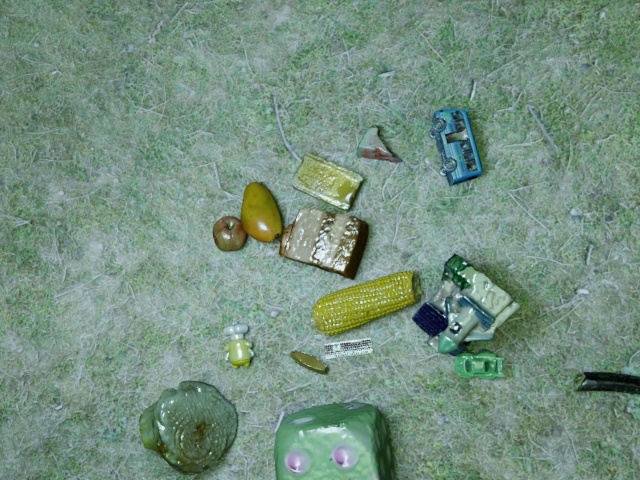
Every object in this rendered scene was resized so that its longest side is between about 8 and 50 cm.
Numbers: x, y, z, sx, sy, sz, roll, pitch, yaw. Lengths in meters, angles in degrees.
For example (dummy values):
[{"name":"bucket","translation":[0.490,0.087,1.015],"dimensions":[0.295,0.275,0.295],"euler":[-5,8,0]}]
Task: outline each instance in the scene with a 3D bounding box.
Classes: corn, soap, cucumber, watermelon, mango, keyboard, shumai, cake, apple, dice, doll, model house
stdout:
[{"name":"corn","translation":[0.146,0.208,1.794],"dimensions":[0.388,0.144,0.143],"euler":[-21,81,10]},{"name":"soap","translation":[0.022,-0.203,1.888],"dimensions":[0.233,0.076,0.135],"euler":[26,88,13]},{"name":"cucumber","translation":[0.921,0.443,1.673],"dimensions":[0.245,0.067,0.067],"euler":[0,85,8]},{"name":"watermelon","translation":[0.188,-0.310,1.860],"dimensions":[0.121,0.098,0.158],"euler":[-35,84,6]},{"name":"mango","translation":[-0.216,-0.100,1.890],"dimensions":[0.139,0.113,0.253],"euler":[-23,62,4]},{"name":"keyboard","translation":[0.095,0.372,1.849],"dimensions":[0.166,0.017,0.055],"euler":[-10,83,9]},{"name":"shumai","translation":[-0.481,0.631,1.870],"dimensions":[0.264,0.304,0.309],"euler":[-9,84,44]},{"name":"cake","translation":[0.000,0.000,1.819],"dimensions":[0.293,0.196,0.198],"euler":[15,86,16]},{"name":"apple","translation":[-0.321,-0.022,1.914],"dimensions":[0.126,0.102,0.126],"euler":[7,48,-8]},{"name":"dice","translation":[0.051,0.692,1.675],"dimensions":[0.331,0.318,0.322],"euler":[-11,84,10]},{"name":"doll","translation":[-0.289,0.364,1.897],"dimensions":[0.106,0.062,0.162],"euler":[-10,83,5]},{"name":"model house","translation":[0.423,0.222,1.661],"dimensions":[0.243,0.298,0.284],"euler":[37,92,12]}]

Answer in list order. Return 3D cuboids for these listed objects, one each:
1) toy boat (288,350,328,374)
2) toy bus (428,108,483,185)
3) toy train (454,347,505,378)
[{"name":"toy boat","translation":[-0.042,0.419,1.855],"dimensions":[0.149,0.049,0.047],"euler":[24,59,14]},{"name":"toy bus","translation":[0.451,-0.315,1.800],"dimensions":[0.134,0.113,0.246],"euler":[-13,84,4]},{"name":"toy train","translation":[0.510,0.401,1.739],"dimensions":[0.149,0.081,0.099],"euler":[-1,85,10]}]
